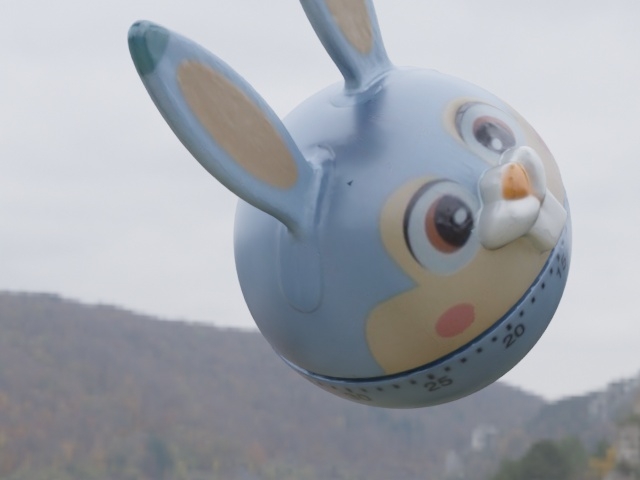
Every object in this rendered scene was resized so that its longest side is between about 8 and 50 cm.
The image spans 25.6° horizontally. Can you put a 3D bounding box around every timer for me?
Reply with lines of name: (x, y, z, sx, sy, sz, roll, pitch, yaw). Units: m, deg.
timer: (0.033, -0.029, 0.617, 0.175, 0.175, 0.255, 0, -35, 6)
